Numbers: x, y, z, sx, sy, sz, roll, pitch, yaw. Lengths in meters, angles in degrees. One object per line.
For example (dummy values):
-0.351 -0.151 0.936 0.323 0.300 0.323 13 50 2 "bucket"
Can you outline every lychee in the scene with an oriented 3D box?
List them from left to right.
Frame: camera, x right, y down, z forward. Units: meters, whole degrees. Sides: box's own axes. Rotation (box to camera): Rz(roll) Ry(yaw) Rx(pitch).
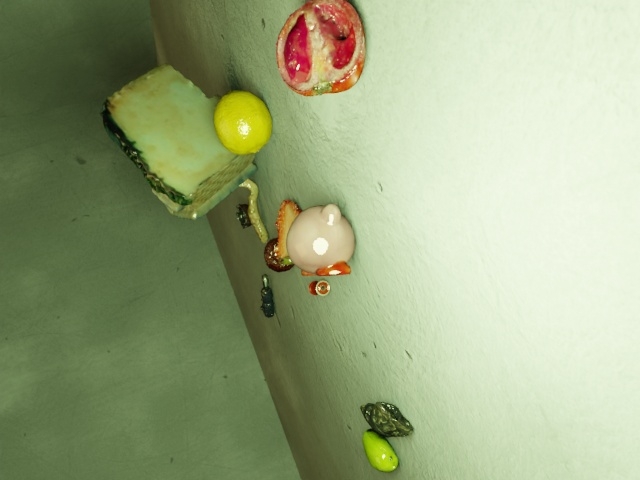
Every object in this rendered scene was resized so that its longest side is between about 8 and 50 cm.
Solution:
-0.137 0.049 1.622 0.129 0.123 0.124 177 76 -79 "lychee"

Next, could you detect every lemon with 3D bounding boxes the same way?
-0.238 -0.360 1.442 0.203 0.178 0.178 67 161 0 "lemon"

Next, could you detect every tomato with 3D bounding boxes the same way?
0.014 -0.356 0.896 0.189 0.099 0.174 -6 86 31 "tomato"

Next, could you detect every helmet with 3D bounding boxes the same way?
-0.311 -0.110 2.022 0.098 0.070 0.123 59 151 17 "helmet"

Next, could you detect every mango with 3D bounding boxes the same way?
0.161 0.601 1.356 0.165 0.074 0.091 12 120 68 "mango"

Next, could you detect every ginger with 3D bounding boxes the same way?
-0.263 -0.119 1.883 0.089 0.075 0.288 -95 -7 -62 "ginger"

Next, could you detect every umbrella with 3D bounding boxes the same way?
-0.252 0.261 2.194 0.071 0.070 0.249 53 154 43 "umbrella"

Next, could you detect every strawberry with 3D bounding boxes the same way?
-0.066 -0.020 1.450 0.167 0.086 0.208 -6 76 51 "strawberry"

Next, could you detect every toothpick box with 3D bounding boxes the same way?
-0.004 0.145 1.447 0.083 0.047 0.047 164 88 -72 "toothpick box"

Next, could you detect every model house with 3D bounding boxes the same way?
-0.500 -0.301 1.689 0.445 0.395 0.400 40 156 3 "model house"

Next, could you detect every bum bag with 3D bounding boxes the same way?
0.161 0.472 1.248 0.102 0.069 0.248 32 152 3 "bum bag"

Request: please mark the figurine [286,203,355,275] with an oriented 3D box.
0.000 0.000 1.131 0.173 0.173 0.173 53 153 42 "figurine"
